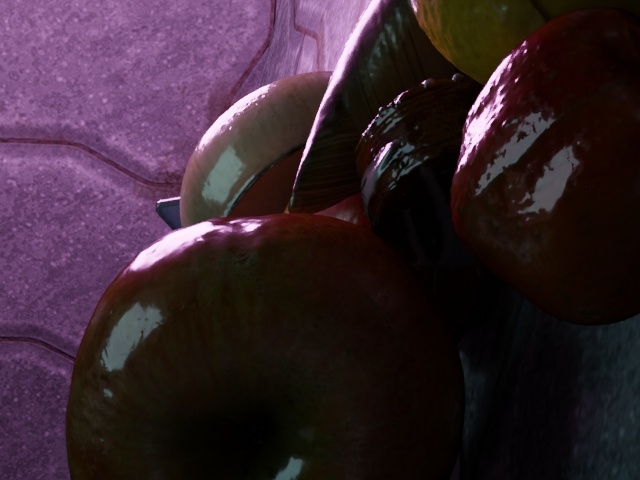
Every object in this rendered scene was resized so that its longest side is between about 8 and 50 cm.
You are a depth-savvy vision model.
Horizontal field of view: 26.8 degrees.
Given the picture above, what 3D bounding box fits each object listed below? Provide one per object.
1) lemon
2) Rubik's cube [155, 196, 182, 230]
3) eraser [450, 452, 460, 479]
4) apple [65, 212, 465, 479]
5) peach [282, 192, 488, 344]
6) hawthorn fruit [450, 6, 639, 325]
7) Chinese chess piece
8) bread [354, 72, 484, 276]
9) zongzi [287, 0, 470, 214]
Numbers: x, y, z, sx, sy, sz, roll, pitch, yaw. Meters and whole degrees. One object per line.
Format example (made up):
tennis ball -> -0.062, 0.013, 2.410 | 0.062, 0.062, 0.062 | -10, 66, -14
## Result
lemon -> 0.143, -0.177, 0.854 | 0.193, 0.181, 0.180 | 20, 101, 41
Rubik's cube -> -0.002, -0.002, 1.507 | 0.229, 0.228, 0.233 | -43, 51, -9
eraser -> 0.041, 0.236, 1.214 | 0.298, 0.076, 0.078 | 117, 161, -55
apple -> -0.036, 0.117, 0.960 | 0.309, 0.277, 0.250 | -52, 1, 19
peach -> 0.041, 0.032, 1.144 | 0.196, 0.190, 0.226 | 50, 138, 15
hawthorn fruit -> 0.159, -0.056, 0.714 | 0.157, 0.157, 0.194 | -92, 21, -52
Chinese chess piece -> -0.007, -0.039, 1.284 | 0.104, 0.257, 0.257 | 58, 141, 40
bread -> 0.106, -0.046, 0.968 | 0.160, 0.161, 0.073 | 113, 149, -46
zongzi -> 0.089, -0.167, 1.001 | 0.288, 0.134, 0.286 | -43, -15, -41
